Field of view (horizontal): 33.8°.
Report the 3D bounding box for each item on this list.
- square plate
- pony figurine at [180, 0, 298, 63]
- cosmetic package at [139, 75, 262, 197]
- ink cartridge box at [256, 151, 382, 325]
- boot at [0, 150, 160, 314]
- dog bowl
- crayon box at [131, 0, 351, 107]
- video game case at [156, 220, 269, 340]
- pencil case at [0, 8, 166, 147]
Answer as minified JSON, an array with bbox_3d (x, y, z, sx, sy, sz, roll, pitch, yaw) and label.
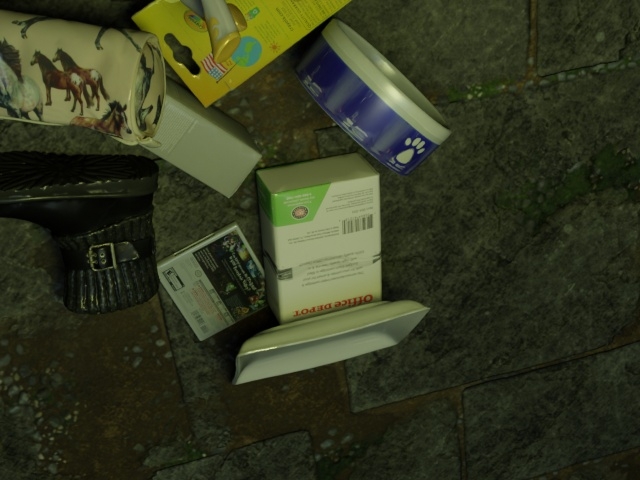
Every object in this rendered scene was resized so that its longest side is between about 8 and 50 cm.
[{"bbox_3d":[0.004,0.184,1.940,0.347,0.049,0.344,-13,165,-10],"label":"square plate"},{"bbox_3d":[-0.151,-0.479,1.448,0.351,0.363,0.303,-49,165,21],"label":"pony figurine"},{"bbox_3d":[-0.223,-0.183,1.715,0.238,0.127,0.107,35,103,-29],"label":"cosmetic package"},{"bbox_3d":[0.000,0.000,1.886,0.198,0.115,0.273,-11,120,-16],"label":"ink cartridge box"},{"bbox_3d":[-0.433,-0.004,1.751,0.348,0.131,0.260,0,119,-18],"label":"boot"},{"bbox_3d":[0.084,-0.230,1.698,0.265,0.265,0.104,35,107,-31],"label":"dog bowl"},{"bbox_3d":[-0.119,-0.384,1.655,0.318,0.081,0.202,-36,123,4],"label":"crayon box"},{"bbox_3d":[-0.190,0.077,1.940,0.173,0.022,0.190,-28,123,0],"label":"video game case"},{"bbox_3d":[-0.426,-0.238,1.526,0.410,0.160,0.184,8,98,2],"label":"pencil case"}]
